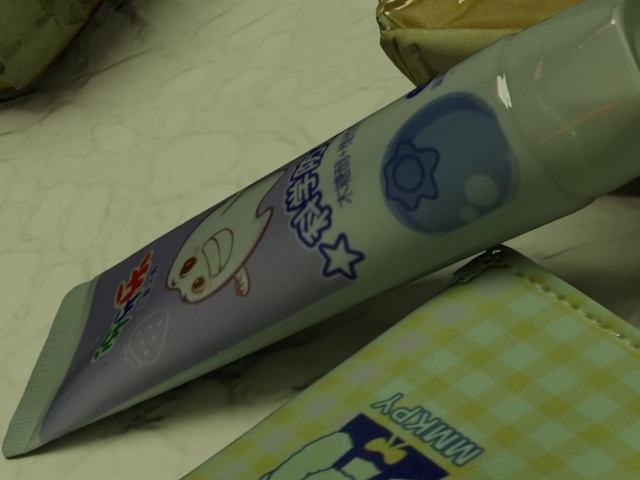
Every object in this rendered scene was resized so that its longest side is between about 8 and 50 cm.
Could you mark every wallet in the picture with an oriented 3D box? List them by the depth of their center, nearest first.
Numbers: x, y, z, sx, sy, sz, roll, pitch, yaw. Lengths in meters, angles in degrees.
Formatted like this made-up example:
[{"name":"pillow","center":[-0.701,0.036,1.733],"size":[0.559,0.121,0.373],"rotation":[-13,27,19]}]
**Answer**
[{"name":"wallet","center":[0.013,0.133,0.736],"size":[0.309,0.077,0.223],"rotation":[-35,33,-17]}]

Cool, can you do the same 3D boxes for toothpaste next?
[{"name":"toothpaste","center":[0.000,0.000,0.876],"size":[0.371,0.080,0.125],"rotation":[-27,30,32]}]

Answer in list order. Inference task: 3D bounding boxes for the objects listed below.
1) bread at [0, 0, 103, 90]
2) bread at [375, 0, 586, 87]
[{"name":"bread","center":[-0.230,-0.233,1.221],"size":[0.279,0.225,0.250],"rotation":[9,47,32]},{"name":"bread","center":[0.154,-0.123,0.938],"size":[0.210,0.110,0.192],"rotation":[3,52,40]}]
